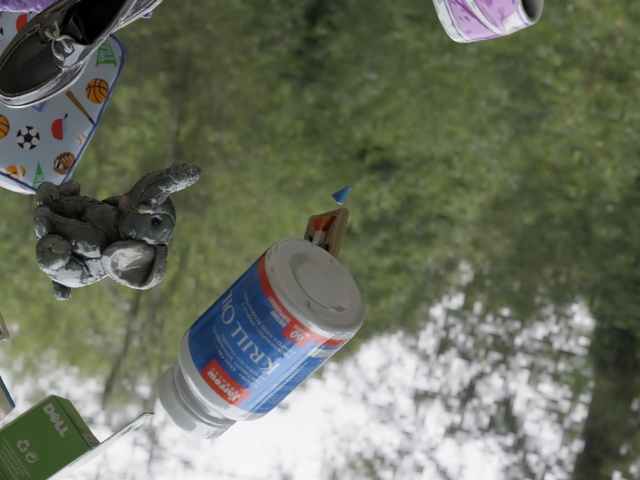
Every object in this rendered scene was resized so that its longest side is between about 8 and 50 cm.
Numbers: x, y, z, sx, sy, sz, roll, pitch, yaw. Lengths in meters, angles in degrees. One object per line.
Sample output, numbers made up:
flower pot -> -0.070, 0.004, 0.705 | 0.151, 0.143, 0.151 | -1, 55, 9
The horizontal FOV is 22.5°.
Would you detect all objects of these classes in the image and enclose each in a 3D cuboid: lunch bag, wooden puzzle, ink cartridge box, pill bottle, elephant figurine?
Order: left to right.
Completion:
lunch bag -> -0.451, -0.235, 2.456 | 0.243, 0.303, 0.115 | 27, 173, -28
ink cartridge box -> -0.250, 0.187, 1.403 | 0.062, 0.209, 0.109 | 55, 174, 6
elephant figurine -> -0.276, -0.012, 2.275 | 0.240, 0.169, 0.186 | -4, 174, 1
pill bottle -> -0.067, 0.108, 1.654 | 0.124, 0.221, 0.124 | 31, -148, -22
wooden puzzle -> 0.000, 0.000, 1.732 | 0.014, 0.116, 0.079 | 24, 156, -28

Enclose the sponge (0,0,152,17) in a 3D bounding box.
sponge -> -0.286, -0.316, 1.824 | 0.210, 0.117, 0.031 | -1, -161, -26

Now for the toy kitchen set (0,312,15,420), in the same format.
toy kitchen set -> -0.539, 0.170, 2.575 | 0.207, 0.122, 0.166 | 16, -133, 42

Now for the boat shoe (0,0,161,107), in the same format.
boat shoe -> -0.234, -0.202, 1.510 | 0.075, 0.206, 0.065 | 54, -172, 7

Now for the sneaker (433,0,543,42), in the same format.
sneaker -> 0.185, -0.380, 1.954 | 0.102, 0.282, 0.161 | -43, -156, -31
